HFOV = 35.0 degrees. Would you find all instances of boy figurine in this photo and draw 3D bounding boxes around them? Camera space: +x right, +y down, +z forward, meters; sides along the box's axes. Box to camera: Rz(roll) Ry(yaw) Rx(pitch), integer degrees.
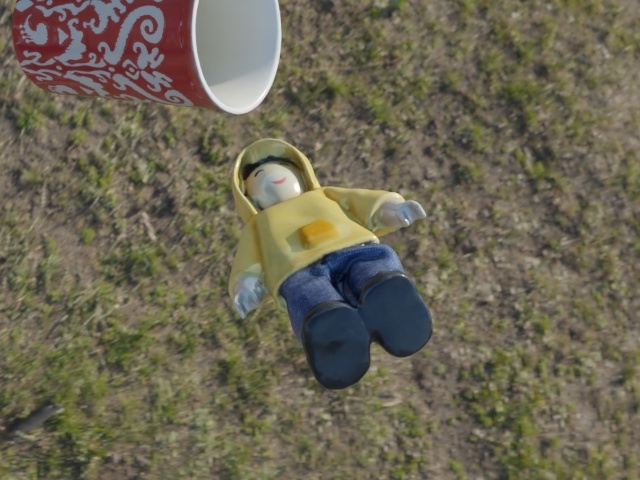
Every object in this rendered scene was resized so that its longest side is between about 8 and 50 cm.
[{"bbox_3d":[0.000,0.000,0.862,0.177,0.285,0.092,-25,126,-3],"label":"boy figurine"}]

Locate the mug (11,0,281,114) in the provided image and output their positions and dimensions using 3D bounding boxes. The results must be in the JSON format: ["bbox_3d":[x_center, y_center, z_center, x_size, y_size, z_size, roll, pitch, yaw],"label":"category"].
[{"bbox_3d":[-0.125,-0.167,0.739,0.113,0.169,0.150,33,66,-59],"label":"mug"}]
